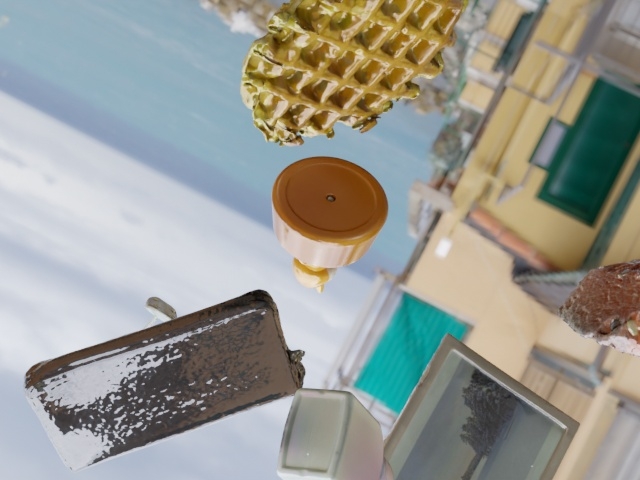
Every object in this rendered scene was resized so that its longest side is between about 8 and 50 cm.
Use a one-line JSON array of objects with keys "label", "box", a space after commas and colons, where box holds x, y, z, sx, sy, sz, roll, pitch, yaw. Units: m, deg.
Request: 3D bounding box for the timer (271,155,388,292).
[{"label": "timer", "box": [0.000, 0.000, 1.279, 0.132, 0.132, 0.152, 27, 140, 11]}]

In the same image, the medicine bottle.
[{"label": "medicine bottle", "box": [0.016, 0.172, 0.876, 0.055, 0.074, 0.118, -1, 151, 25]}]

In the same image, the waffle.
[{"label": "waffle", "box": [0.049, -0.239, 1.382, 0.302, 0.324, 0.068, 85, 159, -59]}]

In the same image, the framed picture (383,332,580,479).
[{"label": "framed picture", "box": [0.167, 0.289, 1.333, 0.213, 0.289, 0.016, 35, 163, -9]}]

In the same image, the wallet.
[{"label": "wallet", "box": [-0.138, 0.126, 1.020, 0.044, 0.250, 0.149, -113, 5, -46]}]

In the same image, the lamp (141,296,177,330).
[{"label": "lamp", "box": [-0.252, 0.151, 1.379, 0.050, 0.198, 0.056, 38, -167, -15]}]

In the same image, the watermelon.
[{"label": "watermelon", "box": [0.398, 0.070, 1.231, 0.256, 0.140, 0.193, 2, -172, 2]}]
